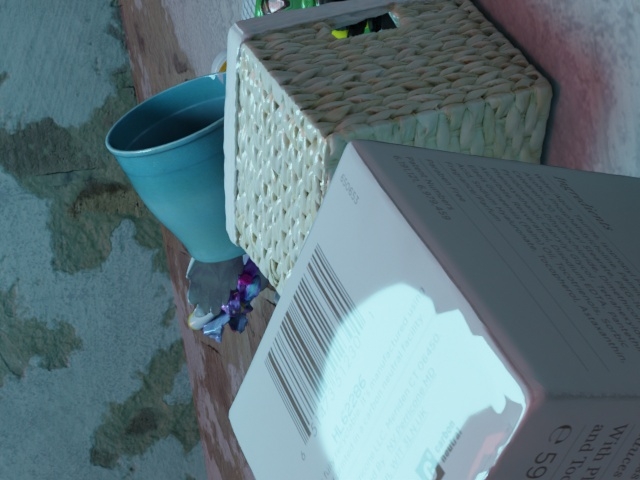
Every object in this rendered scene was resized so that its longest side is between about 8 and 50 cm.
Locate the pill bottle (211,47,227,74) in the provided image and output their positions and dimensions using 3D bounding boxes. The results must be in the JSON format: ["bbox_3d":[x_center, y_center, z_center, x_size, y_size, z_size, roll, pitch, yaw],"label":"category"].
[{"bbox_3d":[-0.120,-0.279,2.197,0.245,0.136,0.136,-131,33,-55],"label":"pill bottle"}]

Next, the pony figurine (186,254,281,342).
[{"bbox_3d":[-0.130,0.051,2.249,0.363,0.303,0.351,-43,33,50],"label":"pony figurine"}]

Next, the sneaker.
[{"bbox_3d":[0.003,-0.340,1.635,0.343,0.146,0.134,-31,-58,-73],"label":"sneaker"}]

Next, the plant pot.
[{"bbox_3d":[-0.188,-0.111,2.006,0.271,0.272,0.255,41,156,61],"label":"plant pot"}]

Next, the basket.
[{"bbox_3d":[0.077,-0.102,1.452,0.266,0.328,0.331,51,148,45],"label":"basket"}]

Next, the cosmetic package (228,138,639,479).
[{"bbox_3d":[0.190,0.146,1.037,0.327,0.394,0.329,57,133,46],"label":"cosmetic package"}]

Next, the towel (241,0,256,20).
[{"bbox_3d":[-0.040,-0.349,1.956,0.235,0.121,0.283,100,153,-46],"label":"towel"}]
